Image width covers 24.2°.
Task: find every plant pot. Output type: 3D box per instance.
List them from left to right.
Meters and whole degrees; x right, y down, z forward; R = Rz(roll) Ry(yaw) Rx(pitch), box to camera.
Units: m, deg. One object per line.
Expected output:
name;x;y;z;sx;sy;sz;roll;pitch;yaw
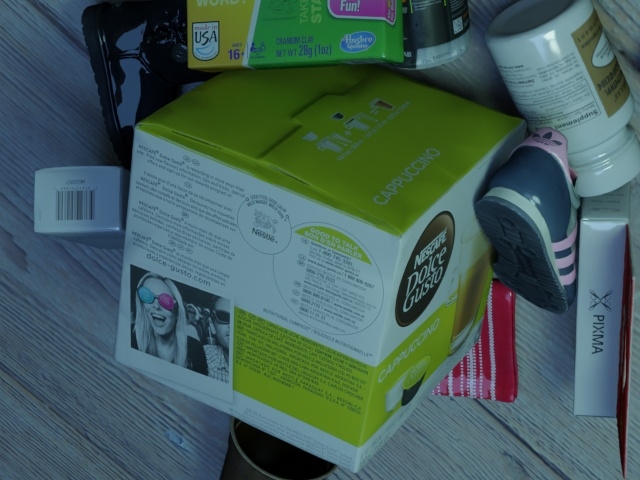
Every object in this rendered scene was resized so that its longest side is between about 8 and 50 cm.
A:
plant pot;-0.071;0.327;2.133;0.167;0.167;0.165;23;130;-2

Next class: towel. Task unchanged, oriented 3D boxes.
towel;0.134;0.134;2.043;0.275;0.031;0.199;3;120;10

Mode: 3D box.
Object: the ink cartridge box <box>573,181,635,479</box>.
ink cartridge box;0.348;0.098;1.840;0.066;0.261;0.296;2;121;10

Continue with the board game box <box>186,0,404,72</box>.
board game box;-0.031;-0.351;1.660;0.242;0.064;0.316;-1;91;22

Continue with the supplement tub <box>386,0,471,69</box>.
supplement tub;0.109;-0.305;1.732;0.117;0.117;0.190;-2;120;13

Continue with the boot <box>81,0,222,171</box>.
boot;-0.170;-0.198;1.867;0.207;0.094;0.246;-6;113;19

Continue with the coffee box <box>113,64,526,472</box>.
coffee box;0.000;0.000;1.759;0.338;0.337;0.334;23;125;21

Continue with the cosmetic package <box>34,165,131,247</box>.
cosmetic package;-0.268;-0.039;1.906;0.117;0.231;0.085;0;86;11

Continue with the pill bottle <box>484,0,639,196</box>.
pill bottle;0.296;-0.173;1.764;0.131;0.131;0.229;-19;115;22

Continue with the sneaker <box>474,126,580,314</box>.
sneaker;0.270;-0.016;1.765;0.112;0.131;0.319;27;165;21
